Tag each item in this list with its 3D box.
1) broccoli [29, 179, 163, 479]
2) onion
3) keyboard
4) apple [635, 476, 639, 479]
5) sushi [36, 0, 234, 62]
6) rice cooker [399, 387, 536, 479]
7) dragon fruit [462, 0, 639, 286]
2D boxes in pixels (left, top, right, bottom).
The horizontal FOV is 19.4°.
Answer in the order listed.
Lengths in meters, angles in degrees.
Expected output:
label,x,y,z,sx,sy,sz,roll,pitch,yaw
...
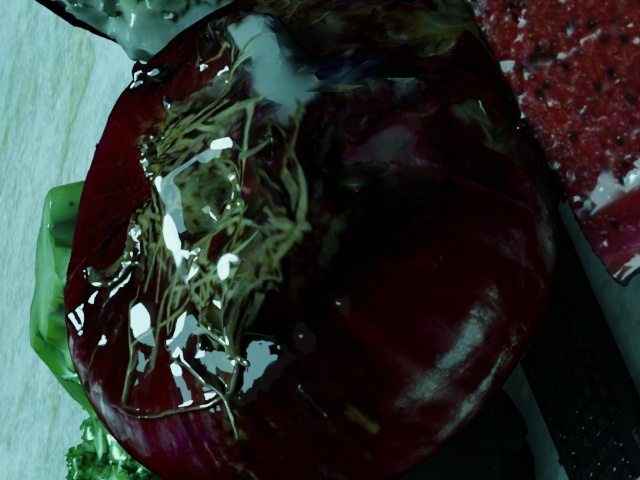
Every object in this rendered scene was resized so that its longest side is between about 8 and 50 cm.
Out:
label,x,y,z,sx,sy,sz,roll,pitch,yaw
broccoli,-0.072,0.056,1.231,0.265,0.245,0.294,-115,37,-76
onion,0.000,0.000,1.012,0.314,0.232,0.314,-18,57,31
keyboard,0.137,0.054,1.070,0.087,0.017,0.250,117,145,-44
apple,0.173,0.281,0.695,0.312,0.320,0.360,32,133,16
sushi,-0.072,-0.299,1.202,0.285,0.328,0.328,-60,4,-32
rice cooker,0.054,0.162,1.119,0.142,0.118,0.203,-128,43,-53
dragon fruit,0.143,-0.130,0.911,0.261,0.163,0.189,60,-179,-5
